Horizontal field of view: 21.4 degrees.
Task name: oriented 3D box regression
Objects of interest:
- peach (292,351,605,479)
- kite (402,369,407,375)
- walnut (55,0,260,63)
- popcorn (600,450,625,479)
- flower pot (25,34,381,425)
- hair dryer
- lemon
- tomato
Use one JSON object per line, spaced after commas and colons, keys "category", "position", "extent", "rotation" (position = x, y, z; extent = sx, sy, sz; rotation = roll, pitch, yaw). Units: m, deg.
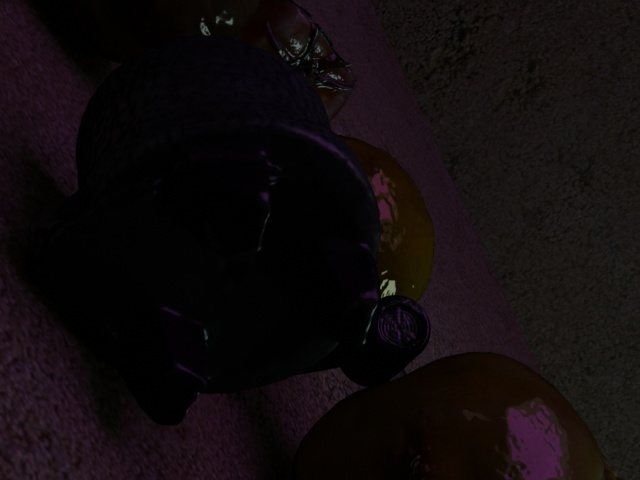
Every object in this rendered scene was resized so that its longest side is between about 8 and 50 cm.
{"category": "peach", "position": [0.140, 0.261, 1.741], "extent": [0.315, 0.314, 0.281], "rotation": [112, -38, -67]}
{"category": "kite", "position": [0.152, 0.257, 2.522], "extent": [0.244, 0.006, 0.198], "rotation": [63, 13, 1]}
{"category": "walnut", "position": [-0.185, -0.317, 1.812], "extent": [0.283, 0.227, 0.282], "rotation": [1, 89, -40]}
{"category": "popcorn", "position": [0.286, 0.379, 2.273], "extent": [0.293, 0.293, 0.237], "rotation": [-80, 177, -70]}
{"category": "flower pot", "position": [-0.105, -0.008, 1.463], "extent": [0.299, 0.299, 0.283], "rotation": [54, 10, -36]}
{"category": "hair dryer", "position": [-0.003, 0.115, 1.748], "extent": [0.124, 0.219, 0.071], "rotation": [122, -43, -66]}
{"category": "lemon", "position": [0.000, 0.000, 1.899], "extent": [0.320, 0.245, 0.245], "rotation": [14, 50, -66]}
{"category": "tomato", "position": [-0.073, -0.216, 2.235], "extent": [0.181, 0.155, 0.214], "rotation": [23, -17, 49]}
